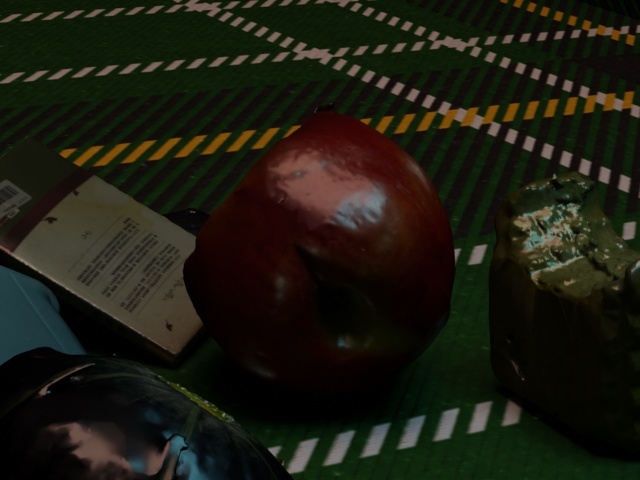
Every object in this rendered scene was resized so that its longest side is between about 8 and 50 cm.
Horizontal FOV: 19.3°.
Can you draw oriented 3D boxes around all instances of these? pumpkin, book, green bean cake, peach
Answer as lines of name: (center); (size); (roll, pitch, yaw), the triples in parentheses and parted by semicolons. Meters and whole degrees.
pumpkin: (-0.143, 0.229, 1.283); (0.295, 0.296, 0.296); (4, 19, -1)
book: (-0.233, 0.006, 1.968); (0.289, 0.026, 0.201); (32, 33, 5)
green bean cake: (0.266, 0.067, 1.814); (0.124, 0.233, 0.236); (-12, 24, -27)
peach: (0.000, 0.000, 1.868); (0.281, 0.281, 0.338); (1, 27, -10)

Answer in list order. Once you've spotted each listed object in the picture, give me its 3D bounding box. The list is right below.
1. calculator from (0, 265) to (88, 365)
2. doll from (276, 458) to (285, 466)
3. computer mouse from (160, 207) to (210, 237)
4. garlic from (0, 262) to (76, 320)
calculator: (-0.355, 0.071, 1.670); (0.386, 0.054, 0.256); (14, 23, -40)
doll: (-0.088, 0.207, 1.607); (0.113, 0.077, 0.078); (35, 51, 3)
computer mouse: (-0.155, 0.008, 2.123); (0.122, 0.073, 0.217); (8, 19, 1)
garlic: (-0.311, 0.024, 2.019); (0.128, 0.148, 0.266); (-27, 8, 30)
